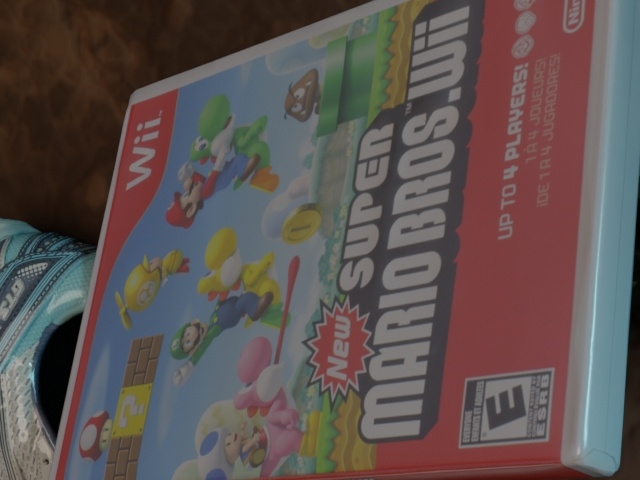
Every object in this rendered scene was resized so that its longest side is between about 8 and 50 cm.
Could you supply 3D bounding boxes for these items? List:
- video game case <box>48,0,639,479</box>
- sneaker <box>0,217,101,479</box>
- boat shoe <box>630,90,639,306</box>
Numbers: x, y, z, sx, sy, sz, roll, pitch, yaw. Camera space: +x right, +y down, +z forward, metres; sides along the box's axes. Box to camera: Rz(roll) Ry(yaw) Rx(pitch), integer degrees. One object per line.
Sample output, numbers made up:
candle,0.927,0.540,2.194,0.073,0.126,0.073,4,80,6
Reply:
video game case,0.000,0.000,0.561,0.285,0.025,0.204,-13,60,44
sneaker,-0.144,0.131,0.690,0.122,0.110,0.282,3,94,28
boat shoe,0.067,0.009,0.576,0.257,0.095,0.095,-38,50,29
